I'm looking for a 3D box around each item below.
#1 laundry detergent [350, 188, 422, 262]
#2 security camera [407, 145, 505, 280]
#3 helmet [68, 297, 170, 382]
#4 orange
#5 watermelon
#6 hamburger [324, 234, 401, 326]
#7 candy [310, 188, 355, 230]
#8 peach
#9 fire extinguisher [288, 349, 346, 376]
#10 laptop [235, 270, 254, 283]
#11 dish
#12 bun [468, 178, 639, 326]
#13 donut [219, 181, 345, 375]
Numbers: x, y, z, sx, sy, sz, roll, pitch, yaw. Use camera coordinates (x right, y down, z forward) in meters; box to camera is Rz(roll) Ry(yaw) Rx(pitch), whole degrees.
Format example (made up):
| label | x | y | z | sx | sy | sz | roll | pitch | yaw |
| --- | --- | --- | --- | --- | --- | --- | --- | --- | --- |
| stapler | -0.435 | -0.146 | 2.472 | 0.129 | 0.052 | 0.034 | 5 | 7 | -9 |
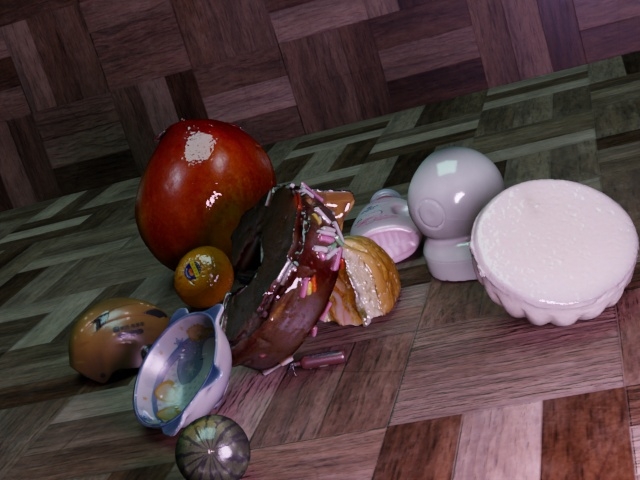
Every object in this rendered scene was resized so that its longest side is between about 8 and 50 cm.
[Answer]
| label | x | y | z | sx | sy | sz | roll | pitch | yaw |
| --- | --- | --- | --- | --- | --- | --- | --- | --- | --- |
| laundry detergent | 0.145 | -0.038 | 2.357 | 0.159 | 0.088 | 0.335 | -10 | 16 | 8 |
| security camera | 0.266 | -0.061 | 2.039 | 0.194 | 0.236 | 0.194 | -16 | 18 | 5 |
| helmet | -0.391 | 0.178 | 2.118 | 0.224 | 0.130 | 0.198 | -23 | 20 | -22 |
| orange | -0.246 | 0.079 | 2.312 | 0.135 | 0.136 | 0.117 | -13 | -17 | 16 |
| watermelon | -0.148 | 0.295 | 1.518 | 0.105 | 0.105 | 0.133 | -17 | -5 | 1 |
| hamburger | 0.087 | 0.058 | 2.006 | 0.135 | 0.155 | 0.207 | 2 | 15 | 29 |
| candy | 0.000 | 0.000 | 2.079 | 0.143 | 0.271 | 0.101 | -8 | 43 | -2 |
| peach | -0.268 | -0.104 | 2.524 | 0.370 | 0.370 | 0.370 | -16 | 16 | 5 |
| fire extinguisher | -0.008 | 0.198 | 1.817 | 0.100 | 0.032 | 0.046 | -10 | 27 | 4 |
| laptop | -0.070 | 0.063 | 2.361 | 0.154 | 0.026 | 0.207 | -25 | 18 | -32 |
| dish | -0.199 | 0.224 | 1.767 | 0.228 | 0.086 | 0.236 | -14 | 51 | 44 |
| bun | 0.367 | 0.044 | 1.740 | 0.263 | 0.175 | 0.263 | -3 | 53 | 5 |
| donut | -0.060 | 0.042 | 1.876 | 0.259 | 0.136 | 0.345 | -46 | 29 | 30 |
